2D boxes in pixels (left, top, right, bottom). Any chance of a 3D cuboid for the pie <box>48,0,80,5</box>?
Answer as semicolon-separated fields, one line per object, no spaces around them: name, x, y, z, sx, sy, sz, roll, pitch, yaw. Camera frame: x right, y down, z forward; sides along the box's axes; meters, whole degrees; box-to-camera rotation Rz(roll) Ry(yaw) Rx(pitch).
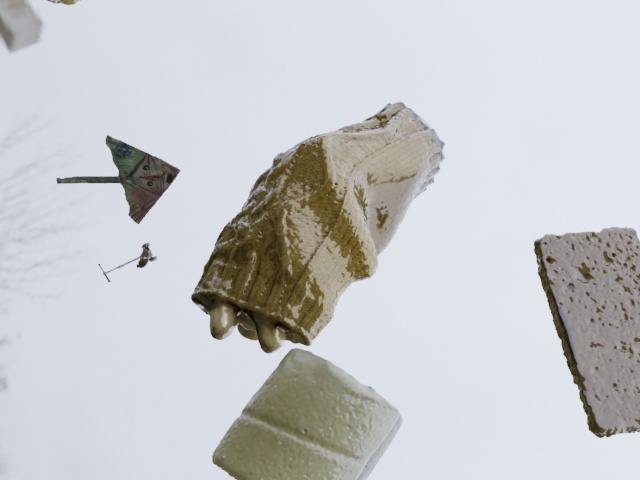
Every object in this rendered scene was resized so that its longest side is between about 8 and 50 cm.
pie;-0.445;-0.450;1.769;0.339;0.339;0.083;44;-74;28

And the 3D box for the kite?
kite;-0.244;-0.071;1.501;0.005;0.152;0.137;-90;169;-52

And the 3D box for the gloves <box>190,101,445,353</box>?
gloves;-0.007;-0.014;1.305;0.155;0.356;0.203;38;-36;0

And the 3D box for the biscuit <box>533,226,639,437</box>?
biscuit;0.311;0.093;1.307;0.025;0.131;0.231;114;-33;-60

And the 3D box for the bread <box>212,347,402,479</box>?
bread;-0.011;0.187;1.156;0.134;0.141;0.148;36;-11;1

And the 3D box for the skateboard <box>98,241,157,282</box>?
skateboard;-0.286;0.039;1.802;0.032;0.083;0.064;59;-32;9
